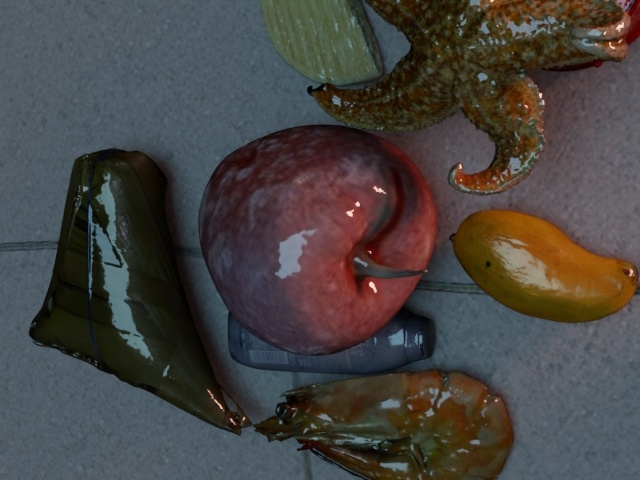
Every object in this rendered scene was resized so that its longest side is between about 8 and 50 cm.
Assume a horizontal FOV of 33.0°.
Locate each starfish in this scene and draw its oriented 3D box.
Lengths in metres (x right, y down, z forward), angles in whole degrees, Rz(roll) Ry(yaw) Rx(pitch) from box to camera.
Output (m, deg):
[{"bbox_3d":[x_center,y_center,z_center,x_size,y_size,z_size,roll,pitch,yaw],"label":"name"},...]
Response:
[{"bbox_3d":[0.117,-0.195,0.960,0.303,0.113,0.312,38,124,16],"label":"starfish"}]

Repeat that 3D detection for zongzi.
[{"bbox_3d":[-0.176,0.051,1.229,0.289,0.123,0.260,23,105,20],"label":"zongzi"}]

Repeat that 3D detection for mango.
[{"bbox_3d":[0.219,0.029,1.089,0.190,0.075,0.098,22,109,13],"label":"mango"}]

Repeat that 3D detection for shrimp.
[{"bbox_3d":[0.063,0.212,1.181,0.294,0.062,0.154,0,103,22],"label":"shrimp"}]

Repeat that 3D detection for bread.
[{"bbox_3d":[-0.009,-0.249,1.179,0.112,0.036,0.193,-22,90,28],"label":"bread"}]

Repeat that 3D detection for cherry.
[{"bbox_3d":[0.000,0.000,1.098,0.285,0.236,0.213,21,136,41],"label":"cherry"}]

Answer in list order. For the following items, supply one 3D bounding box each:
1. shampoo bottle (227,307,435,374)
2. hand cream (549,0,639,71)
[{"bbox_3d":[0.009,0.104,1.196,0.233,0.049,0.087,-1,94,23],"label":"shampoo bottle"},{"bbox_3d":[0.225,-0.257,1.030,0.193,0.125,0.193,2,97,21],"label":"hand cream"}]
